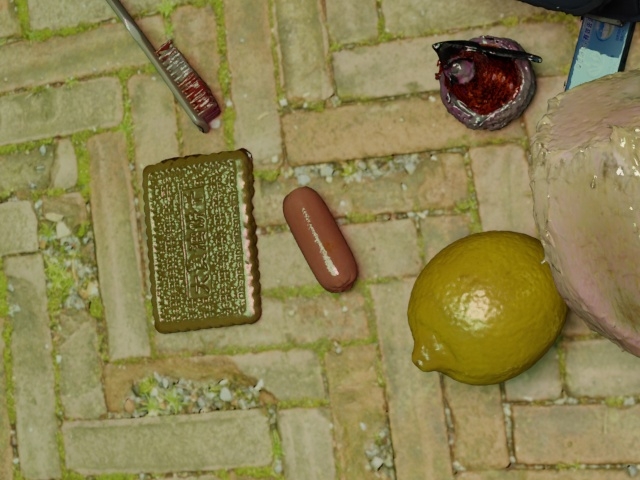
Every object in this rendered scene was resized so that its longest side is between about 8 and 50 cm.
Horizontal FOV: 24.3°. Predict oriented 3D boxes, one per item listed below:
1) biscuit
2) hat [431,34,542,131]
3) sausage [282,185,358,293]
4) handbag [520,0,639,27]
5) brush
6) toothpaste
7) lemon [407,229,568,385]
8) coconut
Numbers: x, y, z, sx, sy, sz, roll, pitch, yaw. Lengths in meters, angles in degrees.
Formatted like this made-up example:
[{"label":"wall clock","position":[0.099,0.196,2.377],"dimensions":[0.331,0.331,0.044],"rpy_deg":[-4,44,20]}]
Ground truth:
[{"label":"biscuit","position":[-0.170,-0.001,2.110],"dimensions":[0.172,0.029,0.254],"rpy_deg":[-8,82,23]},{"label":"hat","position":[0.188,-0.212,1.872],"dimensions":[0.140,0.227,0.129],"rpy_deg":[37,100,16]},{"label":"sausage","position":[0.000,0.000,2.018],"dimensions":[0.062,0.062,0.154],"rpy_deg":[-33,74,17]},{"label":"handbag","position":[0.288,-0.452,1.826],"dimensions":[0.303,0.122,0.329],"rpy_deg":[27,112,41]},{"label":"brush","position":[-0.245,-0.291,2.154],"dimensions":[0.050,0.060,0.321],"rpy_deg":[-38,72,3]},{"label":"toothpaste","position":[0.350,-0.208,1.894],"dimensions":[0.066,0.053,0.272],"rpy_deg":[14,90,19]},{"label":"lemon","position":[0.210,0.082,1.859],"dimensions":[0.244,0.187,0.187],"rpy_deg":[-33,70,-16]},{"label":"coconut","position":[0.449,-0.024,1.673],"dimensions":[0.404,0.404,0.404],"rpy_deg":[-2,84,23]}]
